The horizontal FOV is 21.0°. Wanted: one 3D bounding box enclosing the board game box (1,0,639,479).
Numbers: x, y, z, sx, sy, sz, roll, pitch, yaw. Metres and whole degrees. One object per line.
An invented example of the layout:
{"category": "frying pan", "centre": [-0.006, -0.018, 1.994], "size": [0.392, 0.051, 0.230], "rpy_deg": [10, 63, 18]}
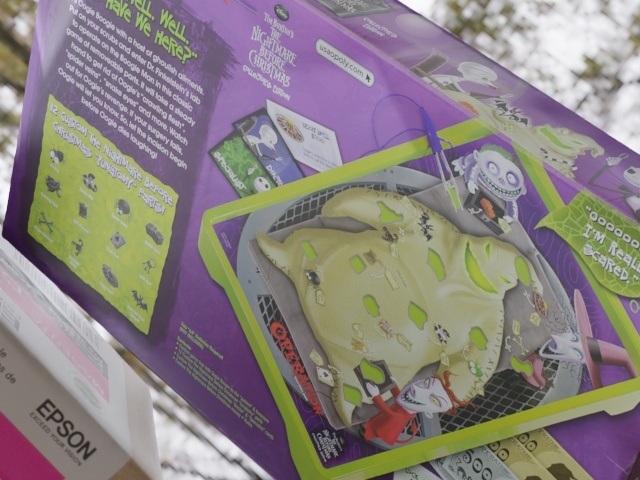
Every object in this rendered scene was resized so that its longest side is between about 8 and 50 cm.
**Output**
{"category": "board game box", "centre": [0.000, 0.000, 0.705], "size": [0.056, 0.347, 0.208], "rpy_deg": [-23, -41, -39]}

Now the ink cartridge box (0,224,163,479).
{"category": "ink cartridge box", "centre": [-0.193, 0.056, 0.941], "size": [0.088, 0.234, 0.193], "rpy_deg": [-40, 16, 2]}
